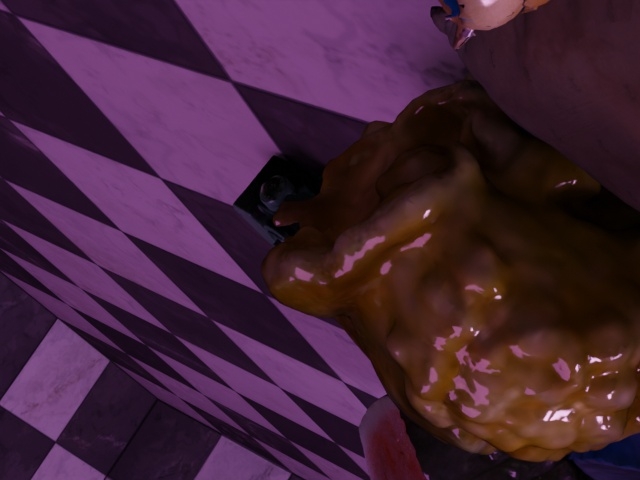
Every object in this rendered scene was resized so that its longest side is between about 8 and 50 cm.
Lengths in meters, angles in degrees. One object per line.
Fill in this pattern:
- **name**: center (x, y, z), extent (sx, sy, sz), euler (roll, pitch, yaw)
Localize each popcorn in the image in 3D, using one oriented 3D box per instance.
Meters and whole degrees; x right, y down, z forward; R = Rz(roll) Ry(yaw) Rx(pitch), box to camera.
- **popcorn**: center (0.086, 0.012, 0.584), extent (0.189, 0.169, 0.218), euler (43, -172, -15)

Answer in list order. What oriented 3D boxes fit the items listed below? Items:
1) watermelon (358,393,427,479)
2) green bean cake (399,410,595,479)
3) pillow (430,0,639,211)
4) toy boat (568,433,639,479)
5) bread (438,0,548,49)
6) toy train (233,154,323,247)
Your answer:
- **watermelon**: center (0.162, 0.241, 1.113), extent (0.224, 0.180, 0.305), euler (26, 169, -19)
- **green bean cake**: center (0.129, 0.116, 0.825), extent (0.181, 0.094, 0.173), euler (45, -161, -37)
- **pillow**: center (0.155, -0.070, 0.390), extent (0.185, 0.075, 0.302), euler (40, 165, -5)
- **toy boat**: center (0.286, 0.126, 0.716), extent (0.330, 0.123, 0.215), euler (28, 167, -33)
- **bread**: center (0.047, -0.124, 0.412), extent (0.072, 0.053, 0.106), euler (62, -178, -38)
- **toy train**: center (0.000, 0.000, 0.917), extent (0.099, 0.070, 0.172), euler (30, 167, 50)
